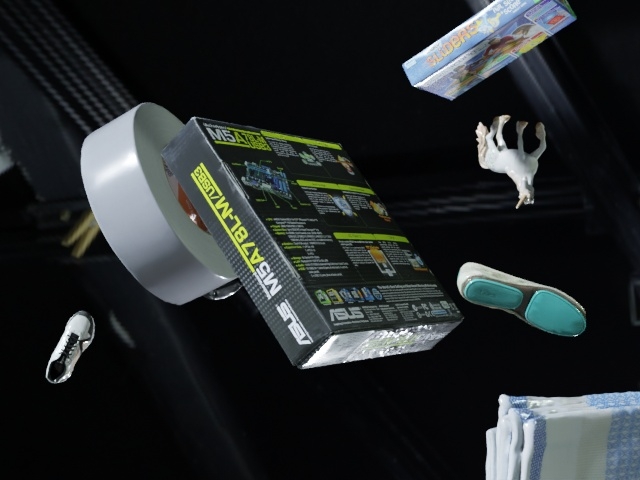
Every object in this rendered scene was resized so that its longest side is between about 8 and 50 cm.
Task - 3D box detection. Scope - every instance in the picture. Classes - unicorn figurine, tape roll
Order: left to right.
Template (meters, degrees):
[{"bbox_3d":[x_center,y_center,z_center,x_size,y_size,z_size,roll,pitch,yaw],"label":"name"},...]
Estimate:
[{"bbox_3d":[-0.171,-0.041,1.158,0.072,0.219,0.219,-26,-52,16],"label":"tape roll"},{"bbox_3d":[0.273,-0.114,1.455,0.060,0.162,0.111,2,-77,-18],"label":"unicorn figurine"}]

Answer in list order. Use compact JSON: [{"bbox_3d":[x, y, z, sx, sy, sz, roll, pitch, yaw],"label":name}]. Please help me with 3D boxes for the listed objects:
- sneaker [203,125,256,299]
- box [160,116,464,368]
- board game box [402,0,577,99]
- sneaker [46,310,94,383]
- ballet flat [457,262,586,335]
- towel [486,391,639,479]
[{"bbox_3d":[-0.144,-0.053,1.448,0.097,0.135,0.276,-17,-43,-37],"label":"sneaker"},{"bbox_3d":[0.000,0.000,0.746,0.045,0.184,0.190,-46,-23,24],"label":"box"},{"bbox_3d":[0.220,-0.257,1.340,0.201,0.035,0.136,-32,-16,24],"label":"board game box"},{"bbox_3d":[-0.339,0.148,1.408,0.040,0.044,0.109,24,-87,-4],"label":"sneaker"},{"bbox_3d":[0.243,0.064,1.241,0.168,0.052,0.057,22,-63,-11],"label":"ballet flat"},{"bbox_3d":[0.227,0.203,0.693,0.285,0.209,0.034,2,1,-28],"label":"towel"}]
